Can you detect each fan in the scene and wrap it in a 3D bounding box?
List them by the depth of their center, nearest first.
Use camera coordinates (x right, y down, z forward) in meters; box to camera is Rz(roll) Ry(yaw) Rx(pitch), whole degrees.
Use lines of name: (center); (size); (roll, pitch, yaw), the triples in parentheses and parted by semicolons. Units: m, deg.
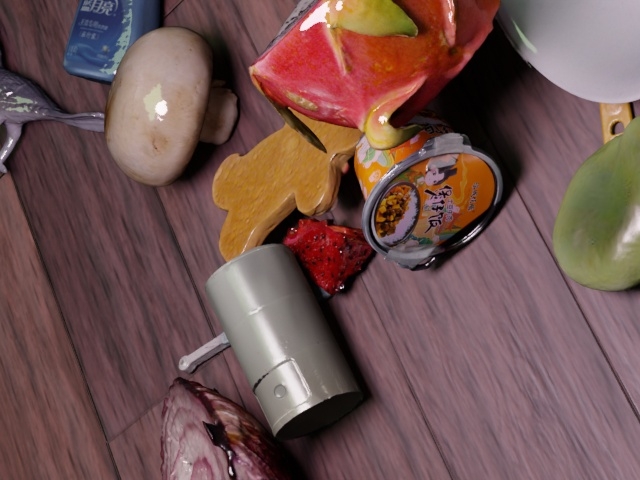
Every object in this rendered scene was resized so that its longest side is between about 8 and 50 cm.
fan: (-0.091, 0.106, 2.104); (0.282, 0.023, 0.057); (-31, 66, 30)

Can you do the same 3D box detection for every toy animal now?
toy animal: (-0.485, -0.198, 2.430); (0.367, 0.081, 0.206); (40, 96, 36)

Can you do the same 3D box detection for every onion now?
onion: (-0.122, 0.307, 2.014); (0.280, 0.146, 0.314); (-118, 30, -48)

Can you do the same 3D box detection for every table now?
table: (-0.047, 0.128, 1.981); (0.126, 0.126, 0.220); (-39, 67, 27)

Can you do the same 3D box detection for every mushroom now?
mushroom: (-0.207, -0.182, 2.162); (0.226, 0.178, 0.226); (-54, 23, 36)

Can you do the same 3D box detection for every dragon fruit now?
dragon fruit: (0.073, -0.234, 1.803); (0.189, 0.290, 0.290); (43, 116, -10)
dragon fruit: (-0.001, -0.001, 2.012); (0.097, 0.063, 0.131); (-52, 48, -2)

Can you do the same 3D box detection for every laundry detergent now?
laundry detergent: (-0.290, -0.373, 2.300); (0.143, 0.094, 0.290); (11, 90, 43)

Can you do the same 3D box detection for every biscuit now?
biscuit: (-0.016, -0.103, 2.029); (0.340, 0.047, 0.216); (-40, 41, 29)

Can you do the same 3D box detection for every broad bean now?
broad bean: (0.351, -0.041, 1.730); (0.228, 0.100, 0.169); (-41, 51, 40)

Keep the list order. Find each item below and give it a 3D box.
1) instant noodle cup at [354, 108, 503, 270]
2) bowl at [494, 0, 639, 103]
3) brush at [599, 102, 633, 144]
instant noodle cup: (0.117, -0.080, 1.887); (0.208, 0.177, 0.125); (-63, 35, 33)
bowl: (0.330, -0.335, 1.710); (0.345, 0.157, 0.345); (40, 144, 39)
brush: (0.334, -0.223, 1.822); (0.103, 0.013, 0.272); (-16, 73, 36)
